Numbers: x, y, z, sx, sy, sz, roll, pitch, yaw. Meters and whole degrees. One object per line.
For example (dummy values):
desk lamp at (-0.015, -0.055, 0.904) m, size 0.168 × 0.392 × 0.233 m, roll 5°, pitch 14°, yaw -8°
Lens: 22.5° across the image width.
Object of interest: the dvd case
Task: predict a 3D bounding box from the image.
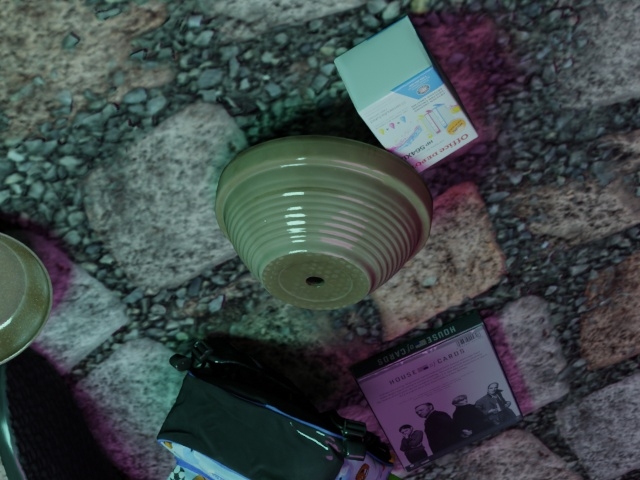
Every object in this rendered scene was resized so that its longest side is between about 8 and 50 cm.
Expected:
dvd case at (0.158, 0.203, 2.119) m, size 0.179 × 0.029 × 0.238 m, roll -24°, pitch 137°, yaw 2°

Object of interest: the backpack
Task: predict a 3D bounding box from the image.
backpack at (-0.042, 0.272, 1.929) m, size 0.263 × 0.276 × 0.213 m, roll 23°, pitch 93°, yaw -60°

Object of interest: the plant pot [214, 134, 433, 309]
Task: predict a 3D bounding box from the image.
plant pot at (0.000, 0.000, 1.722) m, size 0.237 × 0.109 × 0.237 m, roll 4°, pitch 148°, yaw 3°

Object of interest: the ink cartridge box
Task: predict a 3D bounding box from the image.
ink cartridge box at (0.095, -0.144, 1.691) m, size 0.092 × 0.090 × 0.143 m, roll -31°, pitch 137°, yaw 10°

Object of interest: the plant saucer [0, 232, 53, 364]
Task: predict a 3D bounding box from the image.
plant saucer at (-0.387, 0.057, 1.718) m, size 0.199 × 0.036 × 0.198 m, roll -9°, pitch 128°, yaw -12°

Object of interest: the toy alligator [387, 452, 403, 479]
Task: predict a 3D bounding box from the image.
toy alligator at (0.047, 0.291, 2.149) m, size 0.051 × 0.056 × 0.190 m, roll 2°, pitch 153°, yaw 38°

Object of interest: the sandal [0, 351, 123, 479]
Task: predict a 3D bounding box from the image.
sandal at (-0.323, 0.299, 1.925) m, size 0.107 × 0.167 × 0.446 m, roll -9°, pitch 139°, yaw 11°
